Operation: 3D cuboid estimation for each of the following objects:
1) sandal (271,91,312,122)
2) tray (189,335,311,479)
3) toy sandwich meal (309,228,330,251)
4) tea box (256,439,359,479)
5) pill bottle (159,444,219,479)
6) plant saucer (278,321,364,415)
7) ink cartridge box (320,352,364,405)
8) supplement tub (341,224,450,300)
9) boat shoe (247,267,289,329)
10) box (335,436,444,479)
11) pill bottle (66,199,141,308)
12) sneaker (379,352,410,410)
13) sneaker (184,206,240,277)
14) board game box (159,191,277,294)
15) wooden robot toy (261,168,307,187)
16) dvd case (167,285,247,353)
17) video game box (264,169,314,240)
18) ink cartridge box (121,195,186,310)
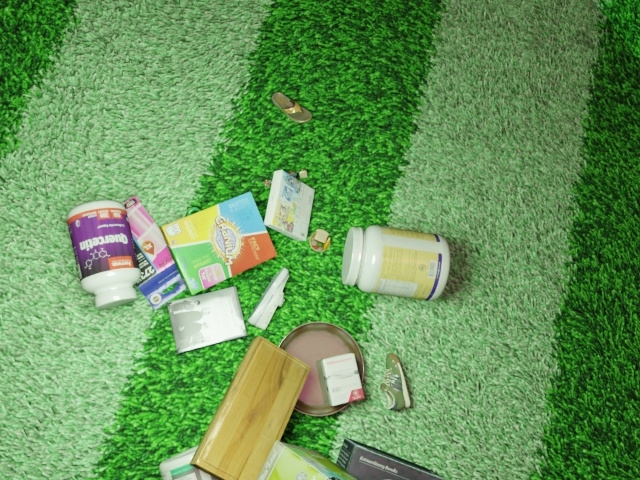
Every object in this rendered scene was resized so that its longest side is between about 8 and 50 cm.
[{"bbox_3d":[-0.113,-0.519,1.995,0.180,0.049,0.072,38,74,3],"label":"sandal"},{"bbox_3d":[-0.199,0.521,1.561,0.203,0.076,0.410,35,55,-13],"label":"tray"},{"bbox_3d":[0.000,0.000,1.882,0.086,0.029,0.085,2,75,-7],"label":"toy sandwich meal"},{"bbox_3d":[-0.032,0.777,1.383,0.324,0.220,0.328,18,76,42],"label":"tea box"},{"bbox_3d":[-0.331,0.803,1.531,0.204,0.204,0.360,-18,78,-12],"label":"pill bottle"},{"bbox_3d":[-0.007,0.435,1.755,0.311,0.050,0.310,2,75,-7],"label":"plant saucer"},{"bbox_3d":[0.071,0.458,1.702,0.109,0.063,0.150,-10,77,-10],"label":"ink cartridge box"},{"bbox_3d":[0.255,0.075,1.787,0.332,0.241,0.240,8,74,-5],"label":"supplement tub"},{"bbox_3d":[-0.163,0.204,1.789,0.076,0.083,0.226,34,85,-10],"label":"boat shoe"},{"bbox_3d":[0.159,0.858,1.580,0.294,0.212,0.395,22,74,-1],"label":"box"},{"bbox_3d":[-0.682,0.046,1.638,0.182,0.181,0.322,-15,80,-11],"label":"pill bottle"},{"bbox_3d":[0.241,0.489,1.765,0.086,0.064,0.192,-13,80,-16],"label":"sneaker"},{"bbox_3d":[-0.380,0.009,1.779,0.109,0.123,0.295,-38,84,-16],"label":"sneaker"},{"bbox_3d":[-0.334,0.005,1.705,0.317,0.064,0.242,-26,98,-24],"label":"board game box"},{"bbox_3d":[-0.128,-0.210,1.915,0.173,0.076,0.079,-19,114,-12],"label":"wooden robot toy"},{"bbox_3d":[-0.386,0.270,1.758,0.239,0.029,0.179,-13,77,-11],"label":"dvd case"},{"bbox_3d":[-0.108,-0.120,1.833,0.048,0.187,0.205,-3,69,37],"label":"video game box"},{"bbox_3d":[-0.606,0.040,1.775,0.176,0.069,0.371,-36,85,-14],"label":"ink cartridge box"}]
